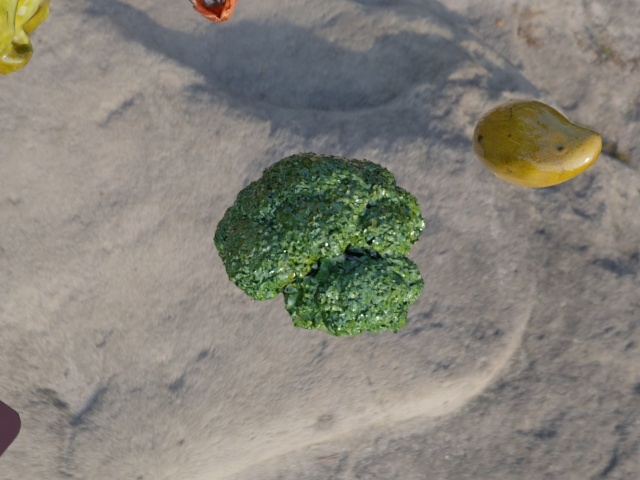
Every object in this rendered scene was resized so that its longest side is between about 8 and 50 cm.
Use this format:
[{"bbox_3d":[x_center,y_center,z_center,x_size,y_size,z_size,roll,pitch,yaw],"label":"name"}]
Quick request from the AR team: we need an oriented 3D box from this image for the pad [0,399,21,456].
[{"bbox_3d":[-0.561,0.249,1.115,0.267,0.004,0.181,30,64,12],"label":"pad"}]

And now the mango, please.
[{"bbox_3d":[0.372,-0.176,1.447,0.109,0.262,0.157,37,82,-33],"label":"mango"}]

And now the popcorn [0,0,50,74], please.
[{"bbox_3d":[-0.340,-0.303,0.789,0.174,0.225,0.285,16,59,-6],"label":"popcorn"}]

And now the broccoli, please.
[{"bbox_3d":[0.006,-0.004,1.363,0.414,0.310,0.321,19,73,37],"label":"broccoli"}]

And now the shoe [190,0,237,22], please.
[{"bbox_3d":[-0.231,-0.548,1.507,0.133,0.336,0.171,-15,43,-1],"label":"shoe"}]
